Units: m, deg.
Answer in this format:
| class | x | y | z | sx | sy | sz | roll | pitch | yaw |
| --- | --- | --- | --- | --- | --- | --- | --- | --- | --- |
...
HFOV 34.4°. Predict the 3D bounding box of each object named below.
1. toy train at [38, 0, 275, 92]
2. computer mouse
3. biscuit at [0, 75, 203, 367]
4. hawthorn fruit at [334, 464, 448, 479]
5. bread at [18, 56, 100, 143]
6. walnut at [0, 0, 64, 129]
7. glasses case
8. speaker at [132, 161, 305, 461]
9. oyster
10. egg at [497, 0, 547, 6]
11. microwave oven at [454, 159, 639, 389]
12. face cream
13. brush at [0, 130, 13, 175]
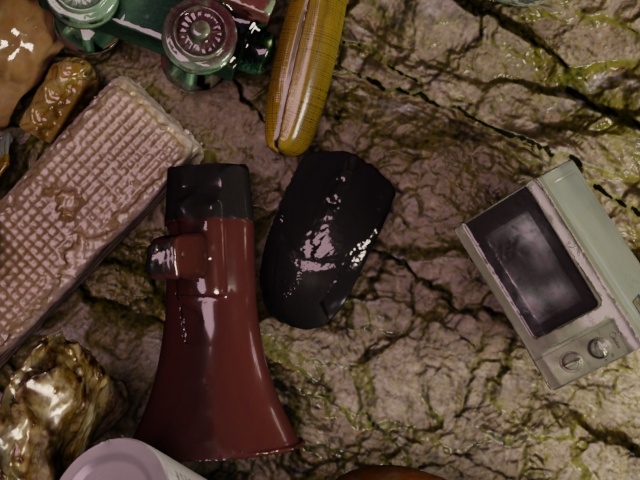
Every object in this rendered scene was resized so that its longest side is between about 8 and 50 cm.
| class | x | y | z | sx | sy | sz | roll | pitch | yaw |
| --- | --- | --- | --- | --- | --- | --- | --- | --- | --- |
| toy train | -0.182 | -0.307 | 1.182 | 0.304 | 0.150 | 0.222 | 20 | 84 | -7 |
| computer mouse | 0.000 | 0.000 | 1.205 | 0.122 | 0.073 | 0.217 | 23 | 90 | 7 |
| biscuit | -0.328 | -0.001 | 1.243 | 0.144 | 0.078 | 0.426 | 43 | 95 | 5 |
| hawthorn fruit | 0.112 | 0.378 | 1.092 | 0.300 | 0.268 | 0.268 | 12 | 90 | 1 |
| bread | -0.311 | -0.172 | 1.250 | 0.110 | 0.066 | 0.060 | -55 | 39 | 14 |
| walnut | -0.406 | -0.255 | 1.230 | 0.204 | 0.141 | 0.238 | -10 | 90 | 2 |
| glasses case | -0.016 | -0.213 | 1.208 | 0.064 | 0.079 | 0.234 | 13 | 90 | 17 |
| speaker | -0.147 | 0.082 | 1.120 | 0.198 | 0.259 | 0.330 | -4 | 92 | 34 |
| oyster | -0.280 | 0.202 | 1.054 | 0.111 | 0.396 | 0.204 | 26 | 120 | 3 |
| egg | 0.206 | -0.339 | 1.158 | 0.132 | 0.132 | 0.172 | -39 | 95 | 5 |
| microwave oven | 0.260 | 0.036 | 1.127 | 0.129 | 0.163 | 0.205 | -34 | 84 | 29 |
| face cream | -0.128 | 0.339 | 1.105 | 0.145 | 0.370 | 0.145 | -12 | 56 | 19 |
| brush | -0.397 | -0.038 | 1.214 | 0.082 | 0.010 | 0.218 | -30 | 47 | 21 |
